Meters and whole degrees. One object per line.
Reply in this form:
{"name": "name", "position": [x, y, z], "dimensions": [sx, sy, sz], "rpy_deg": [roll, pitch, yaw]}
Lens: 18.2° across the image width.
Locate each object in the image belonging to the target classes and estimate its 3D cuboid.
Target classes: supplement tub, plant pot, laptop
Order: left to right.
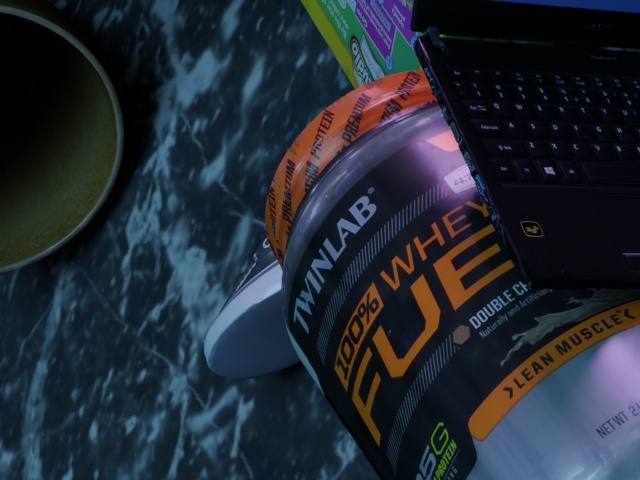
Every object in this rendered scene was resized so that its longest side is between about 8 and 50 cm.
{"name": "plant pot", "position": [-0.295, -0.134, 1.626], "dimensions": [0.237, 0.237, 0.254], "rpy_deg": [-57, 27, 19]}
{"name": "supplement tub", "position": [0.111, 0.063, 1.084], "dimensions": [0.207, 0.207, 0.338], "rpy_deg": [-57, 43, 20]}
{"name": "laptop", "position": [0.181, -0.115, 1.020], "dimensions": [0.136, 0.234, 0.264], "rpy_deg": [-62, 38, 42]}

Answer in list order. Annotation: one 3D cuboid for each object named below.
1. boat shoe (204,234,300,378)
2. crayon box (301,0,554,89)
{"name": "boat shoe", "position": [0.000, 0.000, 1.333], "dimensions": [0.228, 0.080, 0.076], "rpy_deg": [-47, 41, 27]}
{"name": "crayon box", "position": [0.052, -0.190, 1.277], "dimensions": [0.165, 0.081, 0.278], "rpy_deg": [100, 151, -43]}
